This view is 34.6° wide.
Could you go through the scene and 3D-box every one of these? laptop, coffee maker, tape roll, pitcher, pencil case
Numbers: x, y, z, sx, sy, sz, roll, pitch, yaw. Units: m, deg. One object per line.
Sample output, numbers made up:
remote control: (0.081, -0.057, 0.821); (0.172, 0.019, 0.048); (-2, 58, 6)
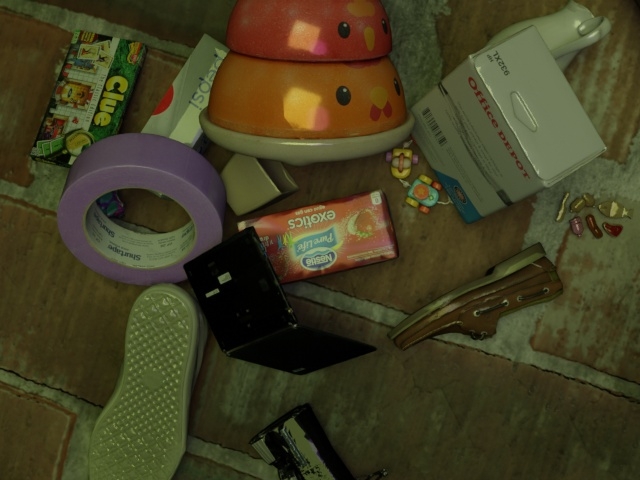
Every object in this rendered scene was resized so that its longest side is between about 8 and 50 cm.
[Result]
laptop: (-0.072, 0.109, 1.699); (0.137, 0.234, 0.264); (-24, 88, -40)
coffee maker: (-0.009, 0.374, 1.776); (0.171, 0.120, 0.178); (-30, 87, -18)
tape roll: (-0.299, -0.048, 1.734); (0.275, 0.090, 0.274); (1, 133, 1)
pitcher: (0.371, -0.314, 1.704); (0.207, 0.178, 0.125); (-33, 105, 4)
pencil case: (-0.396, -0.110, 1.841); (0.070, 0.064, 0.151); (-16, 87, 19)

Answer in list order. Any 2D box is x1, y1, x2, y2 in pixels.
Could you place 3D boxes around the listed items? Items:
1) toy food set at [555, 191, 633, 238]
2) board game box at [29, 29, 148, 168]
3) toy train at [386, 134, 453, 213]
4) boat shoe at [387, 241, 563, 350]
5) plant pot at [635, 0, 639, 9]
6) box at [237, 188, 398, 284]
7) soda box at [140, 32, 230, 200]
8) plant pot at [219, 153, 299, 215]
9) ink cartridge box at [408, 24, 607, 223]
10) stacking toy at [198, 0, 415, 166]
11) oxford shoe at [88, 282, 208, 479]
toy food set: (0.469, -0.038, 1.767); (0.122, 0.019, 0.078); (20, 92, -1)
board game box: (-0.409, -0.247, 1.823); (0.136, 0.030, 0.259); (13, 71, 3)
toy train: (0.183, -0.132, 1.786); (0.125, 0.046, 0.166); (-21, 86, 6)
boat shoe: (0.265, 0.120, 1.740); (0.307, 0.111, 0.104); (-30, 85, 5)
plant pot: (0.611, -0.416, 1.659); (0.263, 0.263, 0.229); (-36, 69, 5)
box: (0.000, 0.000, 1.763); (0.257, 0.128, 0.122); (-13, 88, 6)
soda box: (-0.234, -0.215, 1.811); (0.098, 0.091, 0.286); (34, 93, 6)
plant pot: (-0.118, -0.101, 1.795); (0.096, 0.109, 0.109); (-37, 85, 18)
ink cartridge box: (0.280, -0.174, 1.628); (0.129, 0.307, 0.223); (-30, 89, -17)
stacking toy: (-0.020, -0.380, 1.598); (0.351, 0.350, 0.479); (3, 111, 6)
oxford shoe: (-0.294, 0.274, 1.800); (0.169, 0.130, 0.449); (16, 106, 2)
